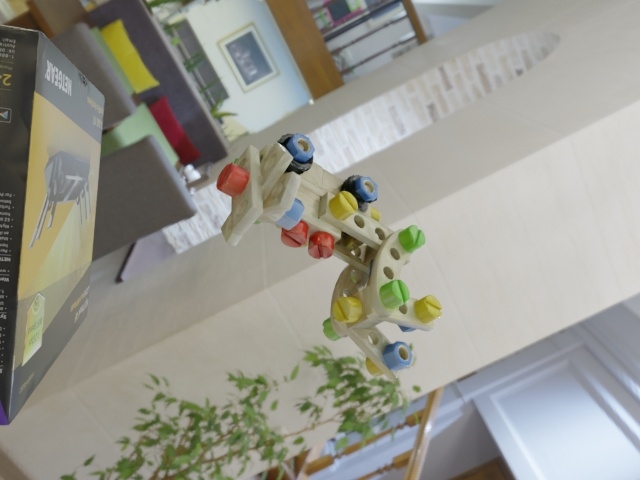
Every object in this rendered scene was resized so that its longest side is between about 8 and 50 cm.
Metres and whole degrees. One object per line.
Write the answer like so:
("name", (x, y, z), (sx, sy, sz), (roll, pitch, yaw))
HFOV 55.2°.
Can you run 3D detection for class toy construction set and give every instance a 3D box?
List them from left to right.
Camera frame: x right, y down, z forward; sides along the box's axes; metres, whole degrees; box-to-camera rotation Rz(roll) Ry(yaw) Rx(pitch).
("toy construction set", (0.000, 0.000, 0.683), (0.327, 0.151, 0.215), (41, 42, -38))

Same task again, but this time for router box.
("router box", (-0.245, -0.023, 0.502), (0.309, 0.081, 0.243), (-152, -111, -76))
